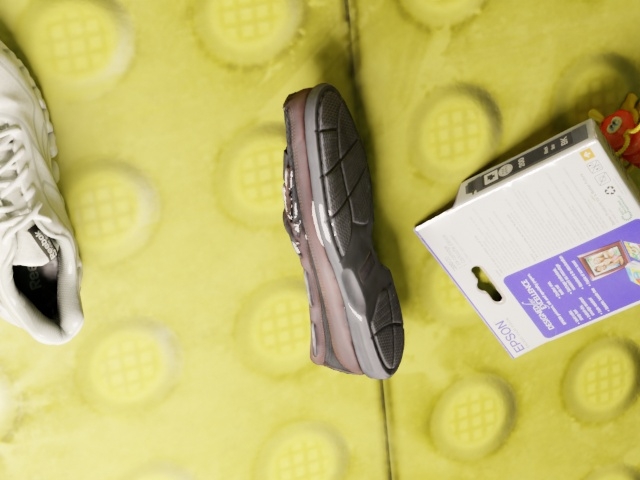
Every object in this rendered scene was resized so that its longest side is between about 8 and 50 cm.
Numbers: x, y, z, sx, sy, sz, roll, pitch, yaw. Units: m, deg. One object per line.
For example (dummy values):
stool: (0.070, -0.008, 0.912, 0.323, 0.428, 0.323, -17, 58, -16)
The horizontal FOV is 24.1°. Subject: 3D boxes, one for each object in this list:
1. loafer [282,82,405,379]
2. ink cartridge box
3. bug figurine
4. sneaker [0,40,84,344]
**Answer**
loafer: (0.000, 0.000, 1.413, 0.095, 0.109, 0.303, -3, 117, 26)
ink cartridge box: (0.233, 0.004, 1.517, 0.208, 0.045, 0.206, -27, 120, 21)
bug figurine: (0.403, -0.159, 1.528, 0.216, 0.072, 0.279, 28, 97, -28)
sneaker: (-0.263, -0.043, 1.279, 0.110, 0.118, 0.292, -22, 115, -11)
